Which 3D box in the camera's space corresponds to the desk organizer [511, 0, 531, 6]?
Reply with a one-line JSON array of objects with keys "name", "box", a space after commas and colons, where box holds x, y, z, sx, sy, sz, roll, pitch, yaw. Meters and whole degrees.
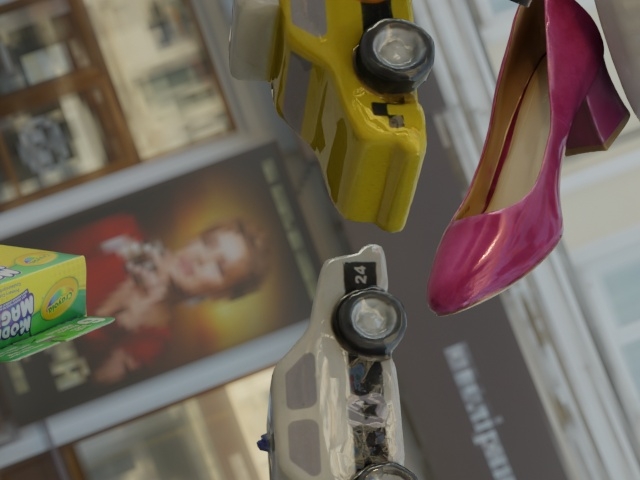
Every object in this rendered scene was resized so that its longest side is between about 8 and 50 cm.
[{"name": "desk organizer", "box": [0.043, -0.156, 0.782, 0.047, 0.130, 0.050, 110, 2, -55]}]

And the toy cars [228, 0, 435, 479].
[{"name": "toy cars", "box": [0.000, 0.000, 0.885, 0.176, 0.087, 0.393, -115, -155, -76]}]

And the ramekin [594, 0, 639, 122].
[{"name": "ramekin", "box": [0.262, -0.187, 1.214, 0.273, 0.127, 0.273, -13, 90, -69]}]

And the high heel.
[{"name": "high heel", "box": [0.115, -0.062, 1.134, 0.082, 0.244, 0.117, -6, -56, 49]}]

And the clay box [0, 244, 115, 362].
[{"name": "clay box", "box": [-0.266, 0.037, 1.265, 0.127, 0.222, 0.053, -24, 116, -58]}]
